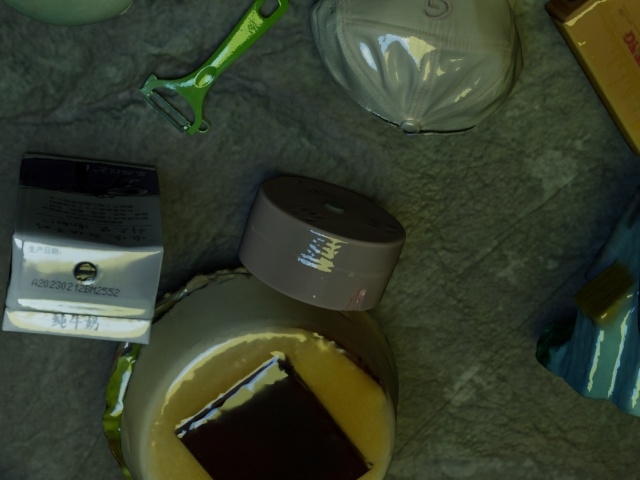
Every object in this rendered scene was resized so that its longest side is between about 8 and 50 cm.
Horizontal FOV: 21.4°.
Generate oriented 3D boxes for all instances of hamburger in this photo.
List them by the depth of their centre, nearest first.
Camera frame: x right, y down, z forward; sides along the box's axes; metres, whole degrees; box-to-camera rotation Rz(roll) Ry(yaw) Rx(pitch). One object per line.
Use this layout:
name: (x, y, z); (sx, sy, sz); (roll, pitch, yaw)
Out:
hamburger: (-0.064, 0.164, 1.665); (0.302, 0.170, 0.302); (-4, 112, -11)

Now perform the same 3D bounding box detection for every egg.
egg: (-0.235, -0.250, 1.511); (0.152, 0.114, 0.114); (25, 106, -16)

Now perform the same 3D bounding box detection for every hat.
hat: (0.116, -0.228, 1.557); (0.219, 0.164, 0.226); (10, 130, -12)

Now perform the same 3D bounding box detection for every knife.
knife: (-0.091, -0.173, 1.610); (0.166, 0.022, 0.078); (-44, 115, 11)

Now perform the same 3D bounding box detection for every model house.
model house: (0.385, 0.039, 1.661); (0.280, 0.230, 0.249); (9, 100, -14)

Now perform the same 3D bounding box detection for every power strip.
power strip: (0.000, 0.000, 1.621); (0.154, 0.154, 0.078); (15, 111, -13)

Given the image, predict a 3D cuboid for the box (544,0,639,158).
box: (0.378, -0.224, 1.623); (0.274, 0.076, 0.174); (-33, 110, 6)

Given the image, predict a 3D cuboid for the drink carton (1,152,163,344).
drink carton: (-0.217, 0.004, 1.552); (0.134, 0.222, 0.102); (8, 109, -10)
